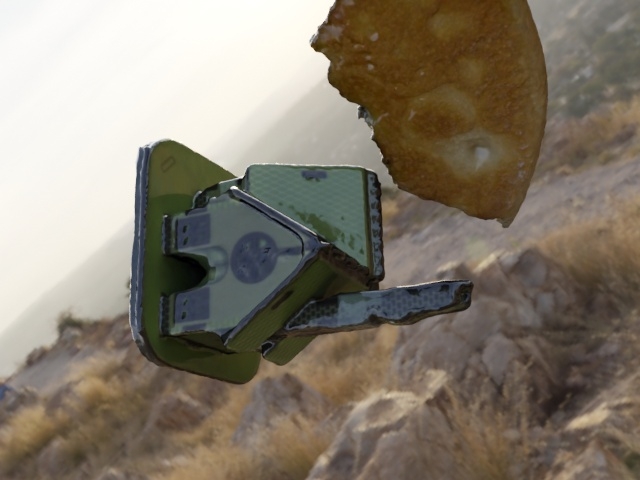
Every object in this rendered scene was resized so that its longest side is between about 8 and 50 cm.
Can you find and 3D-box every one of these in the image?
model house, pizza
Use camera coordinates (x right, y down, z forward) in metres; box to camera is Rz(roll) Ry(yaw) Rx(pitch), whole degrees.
[{"bbox_3d":[0.000,0.000,0.778,0.279,0.218,0.205,-12,-20,24],"label":"model house"},{"bbox_3d":[0.103,-0.153,0.768,0.182,0.365,0.074,-22,32,15],"label":"pizza"}]
